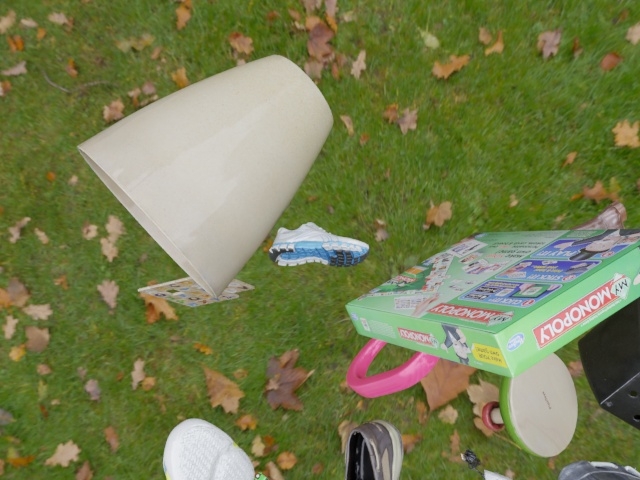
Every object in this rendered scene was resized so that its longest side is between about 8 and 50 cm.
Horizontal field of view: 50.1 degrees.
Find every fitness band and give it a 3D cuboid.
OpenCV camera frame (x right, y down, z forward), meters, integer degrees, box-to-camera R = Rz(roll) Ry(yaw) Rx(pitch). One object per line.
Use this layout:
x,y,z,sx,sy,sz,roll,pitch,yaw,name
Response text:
0.165,0.234,1.467,0.054,0.291,0.209,39,52,-15,fitness band

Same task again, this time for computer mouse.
0.404,0.542,1.547,0.042,0.106,0.193,-46,50,-10,computer mouse

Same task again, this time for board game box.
0.183,0.052,0.740,0.213,0.317,0.046,-28,99,-18,board game box

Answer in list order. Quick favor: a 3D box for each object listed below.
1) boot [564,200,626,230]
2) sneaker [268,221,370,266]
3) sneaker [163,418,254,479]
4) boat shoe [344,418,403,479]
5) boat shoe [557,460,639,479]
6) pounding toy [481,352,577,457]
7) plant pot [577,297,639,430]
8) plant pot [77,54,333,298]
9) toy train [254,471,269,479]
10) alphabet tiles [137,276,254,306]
0.382,0.012,0.962,0.114,0.037,0.106,-30,114,-14,boot
0.000,0.000,1.299,0.190,0.071,0.083,3,52,8,sneaker
-0.121,0.288,0.745,0.091,0.126,0.240,-37,114,-35,sneaker
0.095,0.567,1.469,0.132,0.130,0.355,-17,67,42,boat shoe
0.411,0.359,0.958,0.108,0.301,0.102,-51,48,13,boat shoe
0.352,0.260,1.219,0.183,0.110,0.237,4,76,-36,pounding toy
0.584,0.231,1.205,0.187,0.167,0.188,31,129,0,plant pot
-0.122,-0.108,0.899,0.274,0.256,0.256,-42,82,-13,plant pot
-0.092,0.428,1.200,0.023,0.083,0.017,22,64,32,toy train
-0.291,0.123,1.682,0.237,0.198,0.009,-13,67,28,alphabet tiles
